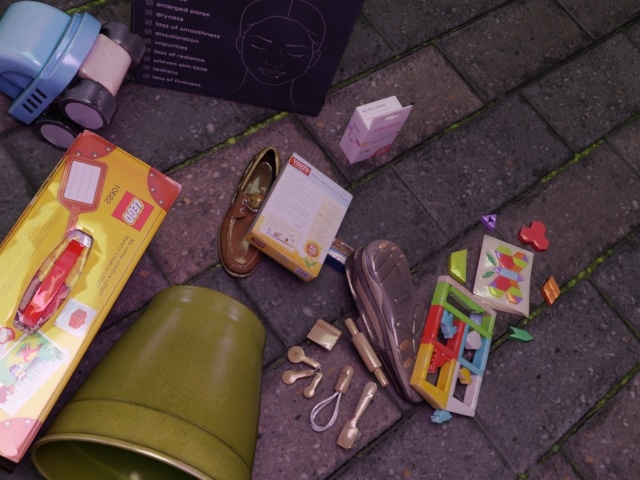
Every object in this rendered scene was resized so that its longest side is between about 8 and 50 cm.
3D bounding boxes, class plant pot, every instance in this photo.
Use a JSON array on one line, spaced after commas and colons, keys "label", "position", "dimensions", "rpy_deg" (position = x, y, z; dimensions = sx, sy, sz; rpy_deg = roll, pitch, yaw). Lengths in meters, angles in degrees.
[{"label": "plant pot", "position": [-0.255, 0.281, 1.242], "dimensions": [0.366, 0.366, 0.353], "rpy_deg": [21, 50, -5]}]

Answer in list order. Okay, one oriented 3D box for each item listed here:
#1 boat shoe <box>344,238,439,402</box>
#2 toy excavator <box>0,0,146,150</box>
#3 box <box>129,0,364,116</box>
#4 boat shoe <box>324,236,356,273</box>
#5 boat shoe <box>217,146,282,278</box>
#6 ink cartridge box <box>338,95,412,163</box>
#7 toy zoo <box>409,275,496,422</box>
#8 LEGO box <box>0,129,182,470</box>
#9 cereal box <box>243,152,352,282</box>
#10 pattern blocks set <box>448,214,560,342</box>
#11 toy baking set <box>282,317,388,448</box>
[{"label": "boat shoe", "position": [0.150, 0.173, 1.507], "dimensions": [0.132, 0.130, 0.355], "rpy_deg": [-16, 90, -39]}, {"label": "toy excavator", "position": [-0.664, -0.395, 1.479], "dimensions": [0.445, 0.433, 0.222], "rpy_deg": [35, 57, -30]}, {"label": "box", "position": [-0.166, -0.568, 1.576], "dimensions": [0.480, 0.472, 0.297], "rpy_deg": [9, 63, -12]}, {"label": "boat shoe", "position": [0.000, 0.000, 1.587], "dimensions": [0.183, 0.066, 0.066], "rpy_deg": [38, 56, -7]}, {"label": "boat shoe", "position": [-0.155, -0.071, 1.549], "dimensions": [0.111, 0.104, 0.307], "rpy_deg": [14, 63, -10]}, {"label": "ink cartridge box", "position": [0.130, -0.274, 1.671], "dimensions": [0.115, 0.198, 0.067], "rpy_deg": [-22, 73, -24]}, {"label": "toy zoo", "position": [0.285, 0.248, 1.499], "dimensions": [0.192, 0.030, 0.293], "rpy_deg": [35, 62, -32]}, {"label": "LEGO box", "position": [-0.473, 0.118, 1.208], "dimensions": [0.193, 0.372, 0.500], "rpy_deg": [31, 61, -12]}, {"label": "cereal box", "position": [-0.043, -0.053, 1.513], "dimensions": [0.173, 0.047, 0.240], "rpy_deg": [36, 54, -15]}, {"label": "pattern blocks set", "position": [0.444, 0.084, 1.685], "dimensions": [0.285, 0.026, 0.325], "rpy_deg": [7, 64, -12]}, {"label": "toy baking set", "position": [0.037, 0.289, 1.455], "dimensions": [0.197, 0.030, 0.256], "rpy_deg": [-33, 71, -7]}]
